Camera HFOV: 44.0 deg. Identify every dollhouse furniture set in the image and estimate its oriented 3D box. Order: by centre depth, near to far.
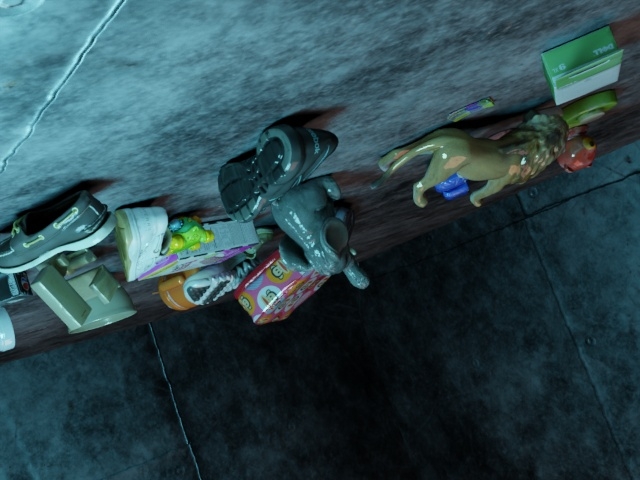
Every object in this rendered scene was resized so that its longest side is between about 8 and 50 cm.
[{"bbox_3d":[-0.487,0.098,1.474,0.123,0.144,0.151,-22,-151,24],"label":"dollhouse furniture set"}]

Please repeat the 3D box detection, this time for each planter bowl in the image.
[{"bbox_3d":[-0.528,0.142,1.866,0.162,0.109,0.162,-18,174,-2],"label":"planter bowl"}]

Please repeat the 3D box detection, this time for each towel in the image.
[{"bbox_3d":[0.276,-0.238,1.451,0.083,0.009,0.060,-21,172,20],"label":"towel"}]

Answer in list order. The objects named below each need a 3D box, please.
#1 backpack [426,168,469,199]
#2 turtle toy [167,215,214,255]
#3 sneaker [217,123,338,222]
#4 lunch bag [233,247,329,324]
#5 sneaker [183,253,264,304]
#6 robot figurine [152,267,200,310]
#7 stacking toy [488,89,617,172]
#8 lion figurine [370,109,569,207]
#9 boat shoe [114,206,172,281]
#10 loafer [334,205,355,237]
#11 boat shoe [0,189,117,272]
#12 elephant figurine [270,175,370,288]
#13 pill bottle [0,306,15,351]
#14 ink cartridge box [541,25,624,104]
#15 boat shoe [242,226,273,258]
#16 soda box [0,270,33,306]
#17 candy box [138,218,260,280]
[{"bbox_3d":[0.312,-0.153,1.881,0.098,0.101,0.120,-27,169,8],"label":"backpack"},{"bbox_3d":[-0.273,-0.010,1.522,0.095,0.066,0.130,-13,172,-44],"label":"turtle toy"},{"bbox_3d":[-0.070,-0.100,1.220,0.106,0.101,0.267,-17,174,-35],"label":"sneaker"},{"bbox_3d":[-0.064,0.086,1.979,0.258,0.120,0.293,-42,169,11],"label":"lunch bag"},{"bbox_3d":[-0.250,0.071,1.919,0.110,0.118,0.292,-43,171,26],"label":"sneaker"},{"bbox_3d":[-0.333,0.109,2.066,0.219,0.128,0.158,-23,-155,31],"label":"robot figurine"},{"bbox_3d":[0.551,-0.223,1.845,0.309,0.130,0.279,-17,174,-17],"label":"stacking toy"},{"bbox_3d":[0.309,-0.168,1.594,0.392,0.142,0.240,-9,162,-36],"label":"lion figurine"},{"bbox_3d":[-0.310,0.006,1.409,0.096,0.098,0.277,-16,172,-18],"label":"boat shoe"},{"bbox_3d":[0.031,-0.046,2.067,0.095,0.109,0.302,17,175,8],"label":"loafer"},{"bbox_3d":[-0.397,-0.015,1.138,0.228,0.068,0.081,-18,-146,25],"label":"boat shoe"},{"bbox_3d":[0.000,0.000,1.622,0.186,0.239,0.169,-17,174,-14],"label":"elephant figurine"},{"bbox_3d":[-0.763,0.211,1.593,0.264,0.146,0.146,-14,172,-35],"label":"pill bottle"},{"bbox_3d":[0.415,-0.282,1.261,0.109,0.062,0.209,-21,173,17],"label":"ink cartridge box"},{"bbox_3d":[-0.177,0.012,1.946,0.068,0.072,0.190,-24,172,36],"label":"boat shoe"},{"bbox_3d":[-0.639,0.107,1.497,0.169,0.053,0.060,-19,173,1],"label":"soda box"},{"bbox_3d":[-0.271,0.016,1.722,0.233,0.071,0.159,-11,171,-46],"label":"candy box"}]
